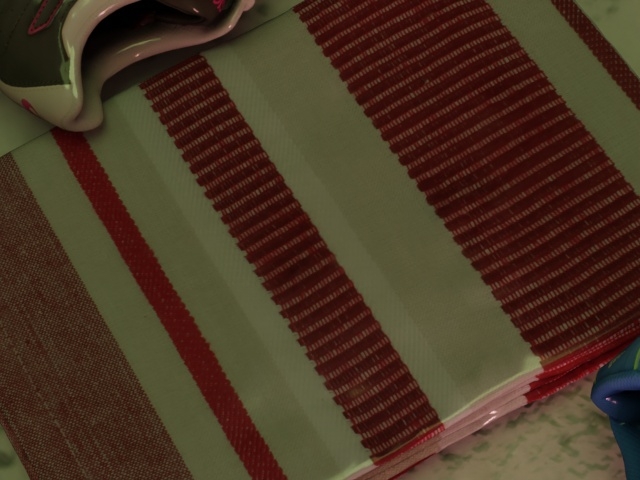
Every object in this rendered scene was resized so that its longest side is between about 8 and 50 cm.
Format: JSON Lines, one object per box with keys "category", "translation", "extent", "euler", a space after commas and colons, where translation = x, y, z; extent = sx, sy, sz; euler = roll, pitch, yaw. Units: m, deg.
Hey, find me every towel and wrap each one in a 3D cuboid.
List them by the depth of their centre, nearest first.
{"category": "towel", "translation": [0.000, 0.000, 0.857], "extent": [0.329, 0.037, 0.237], "euler": [-28, 62, -9]}

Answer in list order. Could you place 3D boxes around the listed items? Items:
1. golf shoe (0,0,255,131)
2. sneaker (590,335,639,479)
{"category": "golf shoe", "translation": [-0.052, -0.159, 0.905], "extent": [0.273, 0.105, 0.120], "euler": [-39, 61, -3]}
{"category": "sneaker", "translation": [0.184, 0.034, 0.764], "extent": [0.126, 0.091, 0.240], "euler": [20, 66, -14]}
